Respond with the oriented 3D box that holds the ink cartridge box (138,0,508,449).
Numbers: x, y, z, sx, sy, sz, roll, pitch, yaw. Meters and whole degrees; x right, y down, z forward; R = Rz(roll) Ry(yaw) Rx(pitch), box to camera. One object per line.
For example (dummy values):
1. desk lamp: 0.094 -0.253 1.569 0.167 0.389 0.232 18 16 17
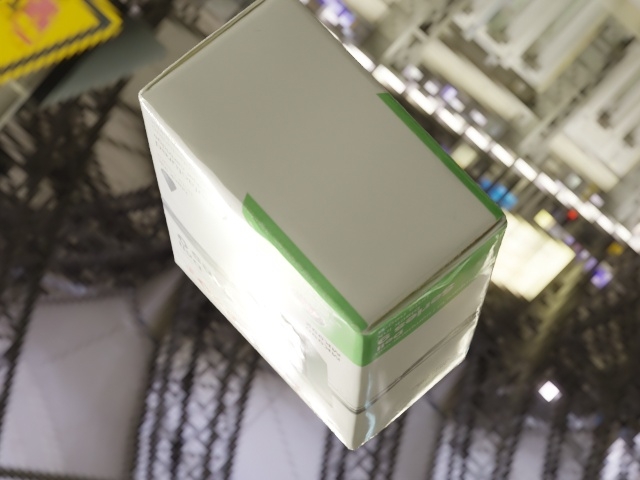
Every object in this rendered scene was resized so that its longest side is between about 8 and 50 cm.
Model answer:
1. ink cartridge box: 0.000 0.000 1.121 0.211 0.121 0.289 47 166 16
